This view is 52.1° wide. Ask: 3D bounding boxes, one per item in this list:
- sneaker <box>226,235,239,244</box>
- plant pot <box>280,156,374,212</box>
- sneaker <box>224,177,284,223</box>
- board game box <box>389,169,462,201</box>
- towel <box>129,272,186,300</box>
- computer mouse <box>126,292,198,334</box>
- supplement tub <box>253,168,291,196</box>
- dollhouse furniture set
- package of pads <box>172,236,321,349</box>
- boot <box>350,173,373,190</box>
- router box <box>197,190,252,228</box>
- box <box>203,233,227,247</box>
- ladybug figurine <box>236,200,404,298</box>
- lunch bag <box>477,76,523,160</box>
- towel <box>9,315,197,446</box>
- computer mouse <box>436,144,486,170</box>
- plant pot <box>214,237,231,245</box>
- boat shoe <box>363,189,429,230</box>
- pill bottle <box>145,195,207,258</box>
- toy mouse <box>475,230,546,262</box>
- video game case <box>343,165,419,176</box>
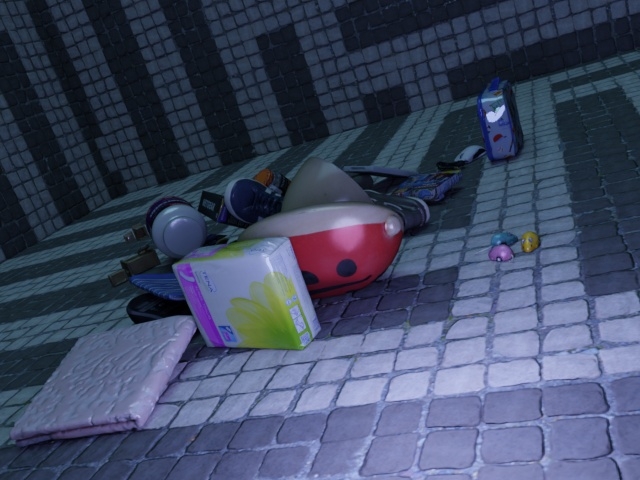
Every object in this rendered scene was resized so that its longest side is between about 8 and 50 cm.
[{"bbox_3d":[-0.181,0.048,1.875,0.293,0.102,0.146,-13,24,33],"label":"sneaker"},{"bbox_3d":[0.003,-0.052,1.728,0.191,0.284,0.284,-46,24,-14],"label":"plant pot"},{"bbox_3d":[-0.123,-0.087,1.916,0.148,0.131,0.350,9,-10,40],"label":"sneaker"},{"bbox_3d":[0.306,-0.147,1.995,0.194,0.060,0.194,-1,25,46],"label":"board game box"},{"bbox_3d":[-0.350,0.119,1.757,0.243,0.040,0.336,0,4,-33],"label":"towel"},{"bbox_3d":[-0.386,0.202,1.659,0.272,0.072,0.188,12,31,39],"label":"computer mouse"},{"bbox_3d":[-0.140,-0.164,2.281,0.117,0.190,0.117,-29,44,33],"label":"supplement tub"},{"bbox_3d":[-0.690,0.046,2.311,0.182,0.160,0.101,-28,18,-29],"label":"dollhouse furniture set"},{"bbox_3d":[-0.161,0.113,1.393,0.297,0.229,0.101,-6,21,37],"label":"package of pads"},{"bbox_3d":[0.105,-0.140,2.206,0.247,0.083,0.161,-25,30,-20],"label":"boot"},{"bbox_3d":[-0.258,-0.089,2.186,0.243,0.081,0.309,14,3,-23],"label":"router box"},{"bbox_3d":[-0.433,0.018,2.332,0.136,0.036,0.225,-31,20,-32],"label":"box"},{"bbox_3d":[-0.004,0.034,1.463,0.305,0.161,0.449,13,-22,-40],"label":"ladybug figurine"},{"bbox_3d":[0.598,-0.412,2.192,0.115,0.243,0.303,-12,19,23],"label":"lunch bag"},{"bbox_3d":[-0.448,0.292,1.393,0.317,0.053,0.332,-14,26,17],"label":"towel"},{"bbox_3d":[0.500,-0.294,2.274,0.193,0.042,0.106,-30,19,-32],"label":"computer mouse"},{"bbox_3d":[-0.288,0.029,2.085,0.083,0.083,0.079,-16,5,10],"label":"plant pot"},{"bbox_3d":[0.152,-0.078,1.859,0.096,0.112,0.335,-27,21,-39],"label":"boat shoe"},{"bbox_3d":[-0.488,-0.044,2.220,0.182,0.181,0.323,-24,19,-15],"label":"pill bottle"},{"bbox_3d":[0.403,0.009,1.436,0.143,0.031,0.161,-7,20,35],"label":"toy mouse"},{"bbox_3d":[0.213,-0.241,2.312,0.201,0.023,0.183,3,3,-31],"label":"video game case"}]
